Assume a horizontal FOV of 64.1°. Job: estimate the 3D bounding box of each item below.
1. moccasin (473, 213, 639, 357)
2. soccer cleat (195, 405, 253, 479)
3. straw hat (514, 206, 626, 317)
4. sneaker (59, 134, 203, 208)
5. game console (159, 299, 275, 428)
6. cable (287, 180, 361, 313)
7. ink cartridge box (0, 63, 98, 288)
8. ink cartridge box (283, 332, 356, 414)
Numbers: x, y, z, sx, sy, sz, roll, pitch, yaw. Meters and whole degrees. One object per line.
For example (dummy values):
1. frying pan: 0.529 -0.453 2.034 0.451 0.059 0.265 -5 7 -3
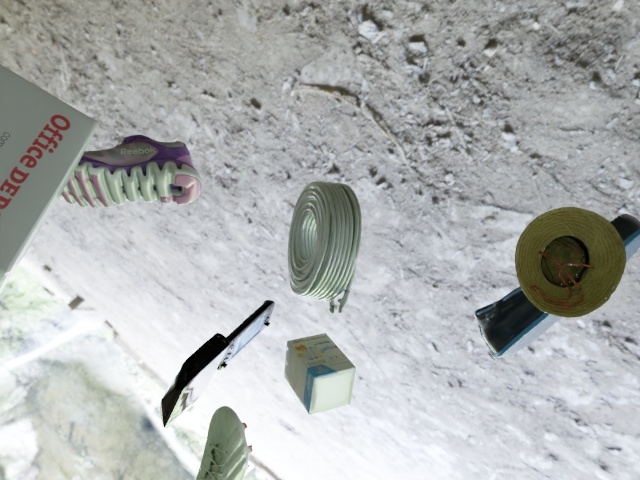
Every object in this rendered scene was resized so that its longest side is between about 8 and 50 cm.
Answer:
1. moccasin: 0.381 0.069 0.874 0.342 0.138 0.116 -52 53 31
2. soccer cleat: -0.140 0.322 0.694 0.068 0.076 0.196 16 107 39
3. straw hat: 0.326 0.028 0.692 0.144 0.144 0.061 39 -173 9
4. sneaker: -0.305 -0.115 0.792 0.095 0.237 0.104 112 153 -56
5. game console: -0.206 0.240 1.111 0.044 0.361 0.213 38 130 8
6. cable: 0.000 0.000 1.088 0.257 0.089 0.256 -131 52 -61
7. ink cartridge box: -0.397 -0.090 0.450 0.308 0.223 0.129 31 130 -26
8. ink cartridge box: -0.009 0.253 1.006 0.143 0.092 0.089 40 129 53
